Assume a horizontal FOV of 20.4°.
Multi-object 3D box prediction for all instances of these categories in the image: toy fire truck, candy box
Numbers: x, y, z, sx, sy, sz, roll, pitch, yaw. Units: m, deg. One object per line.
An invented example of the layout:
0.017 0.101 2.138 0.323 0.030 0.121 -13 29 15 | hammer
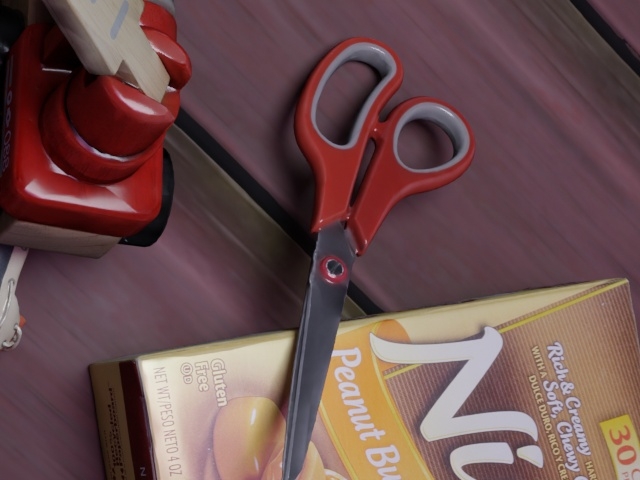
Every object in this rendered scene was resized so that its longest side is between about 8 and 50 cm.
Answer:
-0.113 -0.129 0.854 0.158 0.246 0.217 11 68 -26 | toy fire truck
0.040 0.133 1.016 0.316 0.087 0.183 -8 89 -25 | candy box

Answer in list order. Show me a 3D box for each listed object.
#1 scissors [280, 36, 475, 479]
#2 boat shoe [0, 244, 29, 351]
0.000 0.000 0.984 0.109 0.021 0.297 35 53 -6 | scissors
-0.176 0.035 0.942 0.043 0.049 0.137 12 77 -27 | boat shoe
